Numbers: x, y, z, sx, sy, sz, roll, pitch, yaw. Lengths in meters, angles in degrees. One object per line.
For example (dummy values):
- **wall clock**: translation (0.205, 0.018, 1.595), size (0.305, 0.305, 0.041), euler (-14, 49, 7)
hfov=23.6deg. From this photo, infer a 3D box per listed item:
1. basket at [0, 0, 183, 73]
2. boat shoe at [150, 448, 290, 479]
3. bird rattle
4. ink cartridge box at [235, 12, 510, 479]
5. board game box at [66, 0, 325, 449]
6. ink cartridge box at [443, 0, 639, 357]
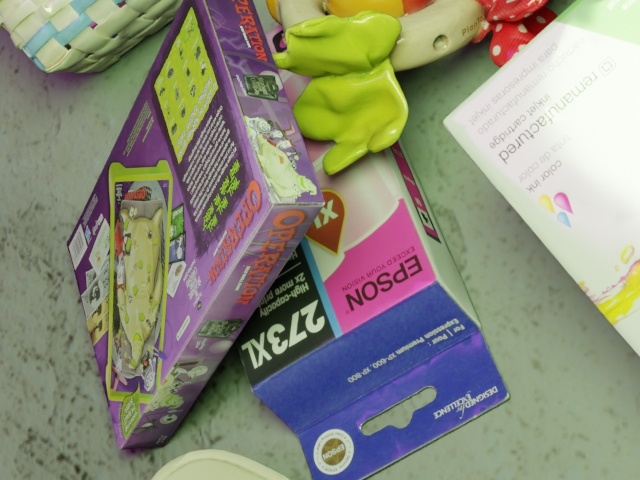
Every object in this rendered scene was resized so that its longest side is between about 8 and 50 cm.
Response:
- **basket**: translation (-0.232, -0.305, 1.361), size (0.255, 0.201, 0.289), euler (-31, 90, 18)
- **boat shoe**: translation (0.008, 0.260, 1.088), size (0.324, 0.096, 0.116), euler (23, 45, 32)
- **bird rattle**: translation (0.066, -0.180, 1.159), size (0.253, 0.143, 0.207), euler (-32, 43, -10)
- **ink cartridge box**: translation (0.000, 0.000, 1.211), size (0.176, 0.069, 0.371), euler (-32, 61, 18)
- **board game box**: translation (-0.109, -0.010, 1.180), size (0.347, 0.056, 0.208), euler (-55, 41, 47)
- **ink cartridge box**: translation (0.249, -0.034, 0.978), size (0.201, 0.117, 0.278), euler (-42, 76, 14)
